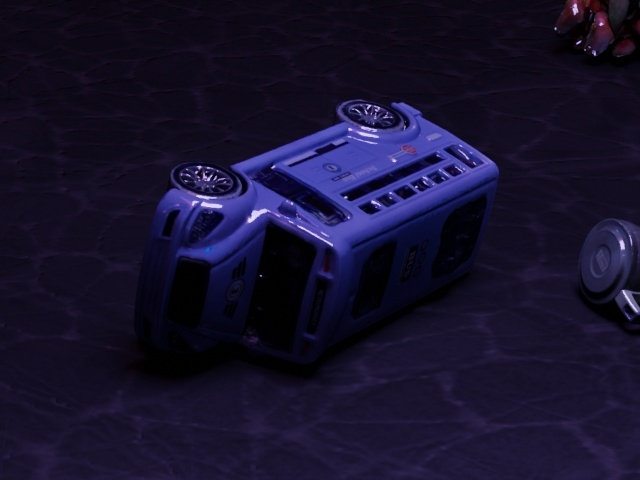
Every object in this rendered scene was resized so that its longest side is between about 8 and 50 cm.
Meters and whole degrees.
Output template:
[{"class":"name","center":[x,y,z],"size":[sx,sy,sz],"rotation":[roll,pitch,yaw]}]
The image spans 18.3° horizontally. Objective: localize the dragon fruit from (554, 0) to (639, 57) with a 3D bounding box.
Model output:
[{"class":"dragon fruit","center":[0.302,-0.242,1.988],"size":[0.121,0.130,0.142],"rotation":[32,17,-20]}]

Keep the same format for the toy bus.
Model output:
[{"class":"toy bus","center":[0.000,0.000,1.416],"size":[0.133,0.125,0.292],"rotation":[29,32,27]}]

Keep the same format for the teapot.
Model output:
[{"class":"teapot","center":[0.233,0.027,1.472],"size":[0.057,0.066,0.088],"rotation":[10,43,-28]}]
